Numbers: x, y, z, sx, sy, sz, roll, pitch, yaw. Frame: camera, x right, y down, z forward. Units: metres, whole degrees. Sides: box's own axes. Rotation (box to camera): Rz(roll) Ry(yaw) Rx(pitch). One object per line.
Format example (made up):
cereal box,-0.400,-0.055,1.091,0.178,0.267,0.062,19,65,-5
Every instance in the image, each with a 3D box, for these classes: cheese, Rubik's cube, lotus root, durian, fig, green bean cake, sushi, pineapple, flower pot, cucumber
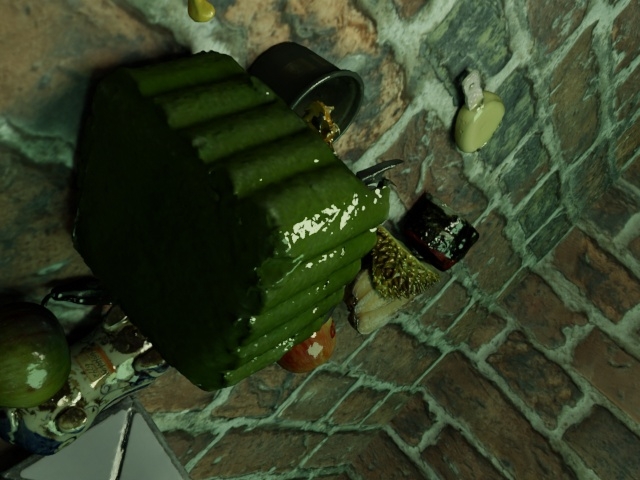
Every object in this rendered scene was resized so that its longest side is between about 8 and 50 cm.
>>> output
cheese,0.311,-0.265,1.655,0.127,0.050,0.255,-44,157,-3
Rubik's cube,-0.364,0.437,1.356,0.260,0.254,0.259,-31,170,-36
lotus root,0.146,0.098,1.925,0.329,0.078,0.167,-20,116,-50
durian,0.188,0.054,1.826,0.145,0.139,0.252,-17,155,34
fig,-0.442,0.165,1.060,0.245,0.149,0.149,-19,150,-11
green bean cake,-0.120,-0.033,0.995,0.218,0.319,0.335,-25,153,-45
sushi,0.276,-0.016,1.884,0.126,0.136,0.225,-50,156,-2
pineapple,-0.008,-0.112,1.067,0.077,0.114,0.114,-8,137,-25
flower pot,-0.032,-0.195,1.134,0.157,0.107,0.157,-35,157,-18
cucumber,-0.327,0.073,1.167,0.039,0.043,0.163,-9,170,30

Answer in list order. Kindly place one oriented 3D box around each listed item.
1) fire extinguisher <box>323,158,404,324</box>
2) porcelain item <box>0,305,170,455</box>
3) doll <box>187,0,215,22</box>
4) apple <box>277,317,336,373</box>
fire extinguisher,0.008,0.007,1.514,0.200,0.113,0.376,-20,146,-45
porcelain item,-0.351,0.208,1.249,0.288,0.138,0.186,-35,172,-35
doll,-0.112,-0.312,0.843,0.089,0.102,0.179,1,145,-5
apple,-0.038,0.201,1.704,0.146,0.146,0.130,-38,113,-18
